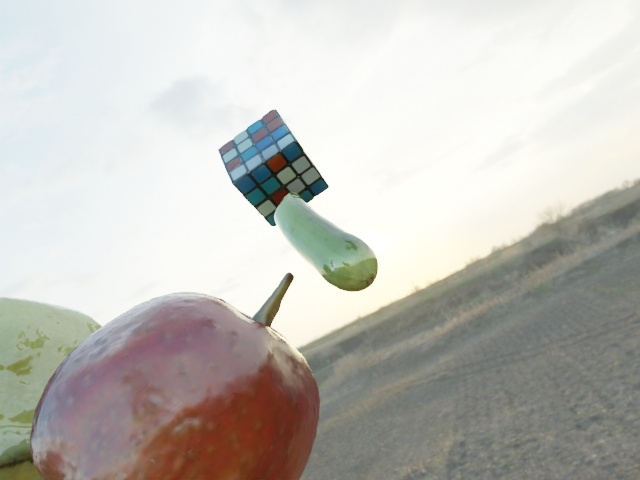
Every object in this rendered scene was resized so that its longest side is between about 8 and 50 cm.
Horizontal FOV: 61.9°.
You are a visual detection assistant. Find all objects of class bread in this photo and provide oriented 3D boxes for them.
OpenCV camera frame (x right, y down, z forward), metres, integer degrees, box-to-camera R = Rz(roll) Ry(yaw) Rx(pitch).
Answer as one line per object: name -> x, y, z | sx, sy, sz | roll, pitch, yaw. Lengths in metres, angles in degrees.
bread -> -0.461, 0.245, 0.784 | 0.237, 0.320, 0.320 | -37, -14, 33

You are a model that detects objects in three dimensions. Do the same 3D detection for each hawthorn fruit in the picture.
hawthorn fruit -> -0.128, 0.170, 0.597 | 0.330, 0.287, 0.287 | -53, -6, -11

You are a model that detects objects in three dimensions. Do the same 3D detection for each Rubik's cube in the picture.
Rubik's cube -> -0.099, -0.152, 1.123 | 0.154, 0.155, 0.151 | -35, -49, 5

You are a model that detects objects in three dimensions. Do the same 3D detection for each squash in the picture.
squash -> 0.000, 0.000, 0.833 | 0.083, 0.250, 0.083 | -17, -55, -27
